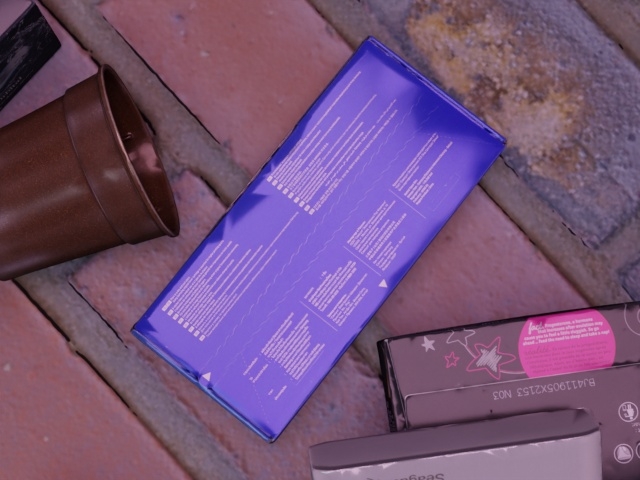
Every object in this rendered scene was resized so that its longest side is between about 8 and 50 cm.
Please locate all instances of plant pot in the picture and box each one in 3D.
[{"bbox_3d":[-0.233,-0.050,1.366,0.165,0.167,0.167,-22,84,5],"label":"plant pot"}]

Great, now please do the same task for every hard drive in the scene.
[{"bbox_3d":[0.125,0.317,1.286,0.233,0.047,0.353,-8,114,-2],"label":"hard drive"}]

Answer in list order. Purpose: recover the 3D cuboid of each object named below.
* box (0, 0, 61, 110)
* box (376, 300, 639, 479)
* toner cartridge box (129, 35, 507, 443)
[{"bbox_3d":[-0.327,-0.167,1.371,0.093,0.158,0.156,41,85,4],"label":"box"},{"bbox_3d":[0.184,0.149,1.349,0.247,0.142,0.163,-8,86,0],"label":"box"},{"bbox_3d":[0.000,0.000,1.398,0.165,0.075,0.348,39,83,5],"label":"toner cartridge box"}]
